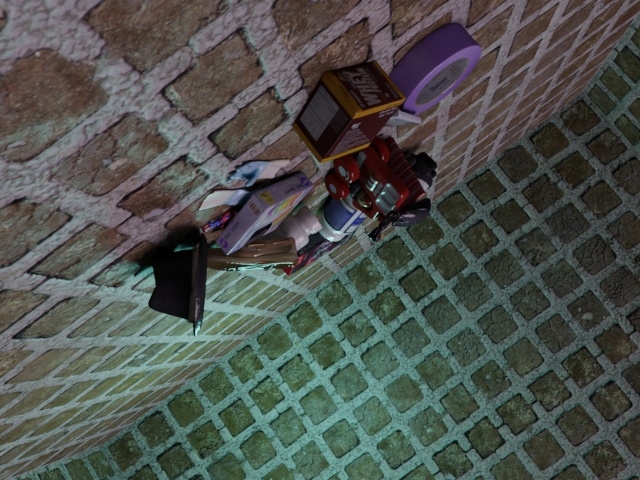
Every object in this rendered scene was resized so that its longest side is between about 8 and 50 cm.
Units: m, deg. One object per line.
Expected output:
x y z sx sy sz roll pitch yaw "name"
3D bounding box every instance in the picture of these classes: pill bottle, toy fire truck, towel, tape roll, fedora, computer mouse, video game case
-0.115 -0.020 2.096 0.229 0.131 0.131 -36 168 -2 "pill bottle"
0.165 -0.179 1.970 0.169 0.254 0.302 -31 167 -23 "toy fire truck"
0.242 -0.209 2.070 0.031 0.274 0.199 11 135 -46 "towel"
0.318 -0.478 1.661 0.275 0.090 0.275 -33 168 -8 "tape roll"
-0.411 0.122 1.684 0.153 0.333 0.334 5 154 -13 "fedora"
0.275 -0.055 1.986 0.262 0.060 0.184 -18 157 -48 "computer mouse"
0.100 -0.116 2.276 0.153 0.153 0.264 -25 164 -41 "pill bottle"
0.171 -0.345 1.679 0.184 0.023 0.201 -1 -175 27 "video game case"

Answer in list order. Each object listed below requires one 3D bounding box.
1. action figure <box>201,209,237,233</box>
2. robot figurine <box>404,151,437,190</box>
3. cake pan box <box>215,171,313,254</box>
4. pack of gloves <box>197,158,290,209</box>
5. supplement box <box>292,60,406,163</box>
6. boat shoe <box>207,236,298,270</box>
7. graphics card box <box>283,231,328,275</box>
-0.294 -0.056 1.719 0.115 0.030 0.038 -35 163 -15 "action figure"
0.350 -0.246 2.414 0.278 0.209 0.173 -34 -157 -12 "robot figurine"
-0.174 -0.082 1.801 0.267 0.070 0.246 -44 170 38 "cake pan box"
-0.198 -0.142 1.612 0.195 0.046 0.232 -44 166 29 "pack of gloves"
0.070 -0.321 1.469 0.191 0.129 0.194 -26 165 -39 "supplement box"
-0.240 0.036 1.945 0.341 0.110 0.122 1 165 -28 "boat shoe"
0.000 0.000 2.585 0.371 0.094 0.233 -31 167 -25 "graphics card box"
